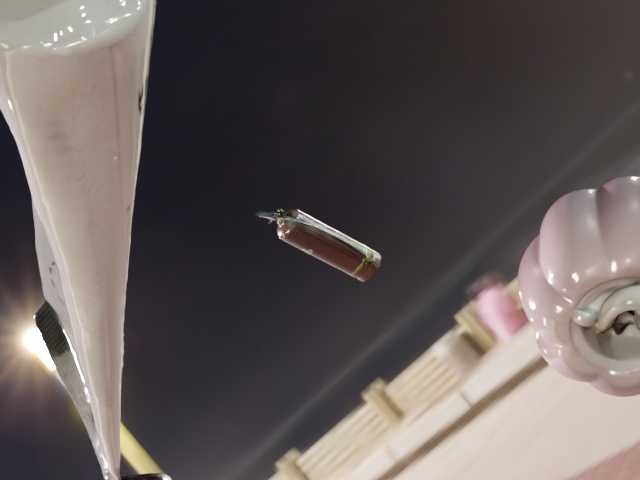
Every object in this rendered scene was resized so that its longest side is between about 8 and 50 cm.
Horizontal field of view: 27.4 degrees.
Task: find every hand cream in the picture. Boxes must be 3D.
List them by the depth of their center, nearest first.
[{"bbox_3d":[-0.113,-0.016,0.585,0.076,0.121,0.336,-14,-36,-18],"label":"hand cream"}]

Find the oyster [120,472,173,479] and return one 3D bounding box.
[{"bbox_3d":[-0.159,0.236,1.018,0.162,0.107,0.233,-3,-7,-33],"label":"oyster"}]

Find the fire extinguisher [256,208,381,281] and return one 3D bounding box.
[{"bbox_3d":[0.000,0.000,1.604,0.064,0.158,0.043,-8,58,62],"label":"fire extinguisher"}]

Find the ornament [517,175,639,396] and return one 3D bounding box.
[{"bbox_3d":[0.249,0.041,1.067,0.177,0.177,0.177,-41,-4,-4],"label":"ornament"}]
